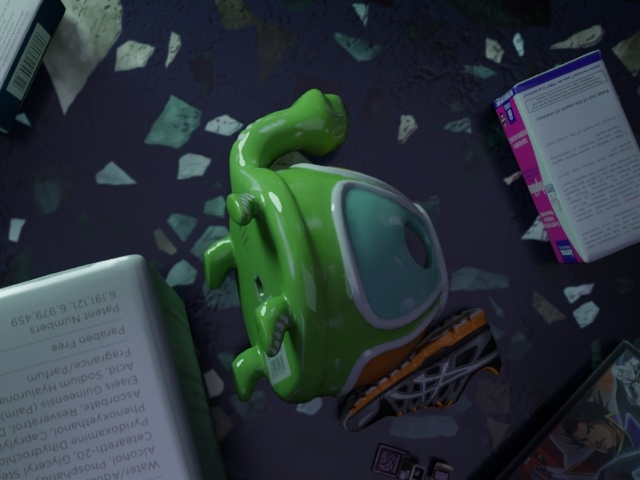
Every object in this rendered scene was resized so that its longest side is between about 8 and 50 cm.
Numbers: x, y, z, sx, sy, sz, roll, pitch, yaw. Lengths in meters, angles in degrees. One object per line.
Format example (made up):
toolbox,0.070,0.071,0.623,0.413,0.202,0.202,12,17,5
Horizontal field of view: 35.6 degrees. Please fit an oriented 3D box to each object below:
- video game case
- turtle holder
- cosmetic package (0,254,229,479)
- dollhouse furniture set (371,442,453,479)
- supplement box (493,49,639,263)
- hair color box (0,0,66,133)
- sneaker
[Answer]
video game case,0.356,0.289,1.135,0.275,0.035,0.248,-45,63,-8
turtle holder,0.000,0.017,1.112,0.228,0.243,0.320,-9,48,-18
cosmetic package,-0.260,0.263,0.990,0.328,0.329,0.393,-15,79,-5
dollhouse furniture set,0.099,0.308,1.156,0.091,0.081,0.114,18,87,-2
supplement box,0.304,-0.092,1.172,0.114,0.111,0.220,-23,89,-4
hair color box,-0.490,-0.274,1.135,0.347,0.105,0.173,24,86,-3
sneaker,0.120,0.166,1.166,0.215,0.084,0.083,-32,95,-5
